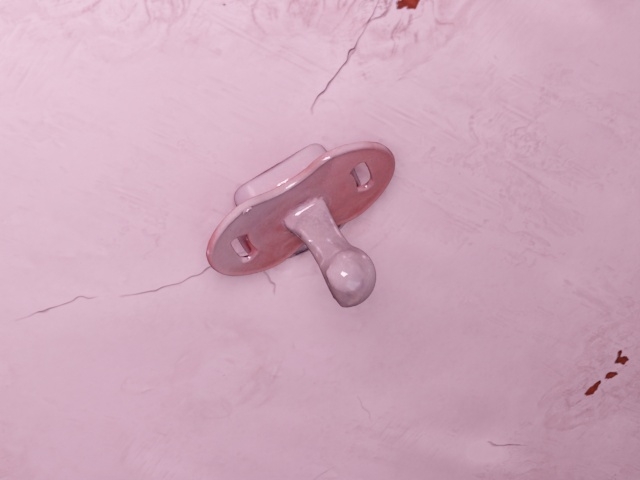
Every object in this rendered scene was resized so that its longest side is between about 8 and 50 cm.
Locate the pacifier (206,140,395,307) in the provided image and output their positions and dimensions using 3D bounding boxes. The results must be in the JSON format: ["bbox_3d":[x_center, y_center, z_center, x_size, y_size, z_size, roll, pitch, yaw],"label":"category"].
[{"bbox_3d":[-0.018,-0.029,2.145,0.332,0.273,0.220,-31,119,-2],"label":"pacifier"}]
